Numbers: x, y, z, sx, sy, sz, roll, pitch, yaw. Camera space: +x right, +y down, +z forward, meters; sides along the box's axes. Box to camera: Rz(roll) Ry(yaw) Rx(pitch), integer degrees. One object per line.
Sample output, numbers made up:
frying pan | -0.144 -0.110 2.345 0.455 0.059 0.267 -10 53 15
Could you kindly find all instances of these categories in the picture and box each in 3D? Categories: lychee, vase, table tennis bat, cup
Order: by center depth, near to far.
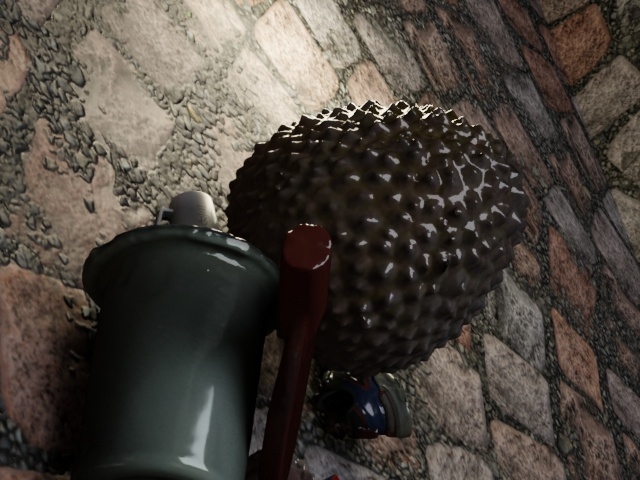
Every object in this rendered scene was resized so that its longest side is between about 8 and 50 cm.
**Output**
table tennis bat | -0.026 0.126 1.413 0.414 0.051 0.268 97 5 -54
vase | -0.160 0.167 1.414 0.245 0.245 0.291 38 42 -38
cup | -0.180 -0.006 1.713 0.104 0.074 0.116 6 50 -25
lychee | 0.070 -0.010 1.728 0.380 0.432 0.380 51 16 -21

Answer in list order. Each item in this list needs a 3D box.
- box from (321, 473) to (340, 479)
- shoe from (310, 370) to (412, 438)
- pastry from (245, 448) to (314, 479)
box | 0.034 0.409 1.684 0.175 0.048 0.112 56 27 -8
shoe | 0.038 0.213 1.860 0.227 0.125 0.099 53 -21 42
pastry | -0.021 0.375 1.545 0.112 0.103 0.265 80 -11 -50
